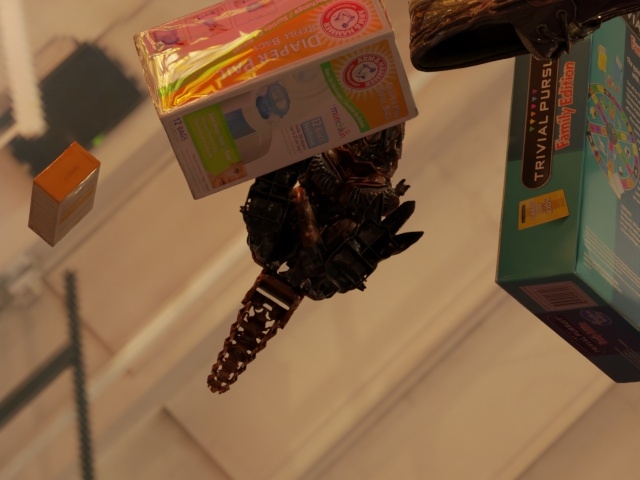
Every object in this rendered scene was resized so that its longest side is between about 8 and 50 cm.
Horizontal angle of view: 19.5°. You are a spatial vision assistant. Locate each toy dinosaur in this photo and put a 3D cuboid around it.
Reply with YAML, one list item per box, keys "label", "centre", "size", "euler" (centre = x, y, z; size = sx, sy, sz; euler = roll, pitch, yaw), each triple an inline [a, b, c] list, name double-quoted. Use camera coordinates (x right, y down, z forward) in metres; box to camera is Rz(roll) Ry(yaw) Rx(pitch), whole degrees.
- label: "toy dinosaur"
  centre: [0.000, 0.000, 1.756]
  size: [0.164, 0.322, 0.218]
  euler: [12, -12, -4]

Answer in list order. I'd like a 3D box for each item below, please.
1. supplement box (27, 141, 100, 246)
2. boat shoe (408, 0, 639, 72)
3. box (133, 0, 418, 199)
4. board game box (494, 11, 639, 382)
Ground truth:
- label: "supplement box"
  centre: [-0.250, -0.044, 1.815]
  size: [0.036, 0.062, 0.098]
  euler: [38, -29, 9]
- label: "boat shoe"
  centre: [0.112, -0.113, 0.935]
  size: [0.152, 0.049, 0.056]
  euler: [-9, -26, 36]
- label: "box"
  centre: [-0.036, -0.136, 1.541]
  size: [0.114, 0.203, 0.103]
  euler: [70, -1, -51]
- label: "board game box"
  centre: [0.259, -0.071, 1.692]
  size: [0.079, 0.336, 0.254]
  euler: [-8, -28, 31]
